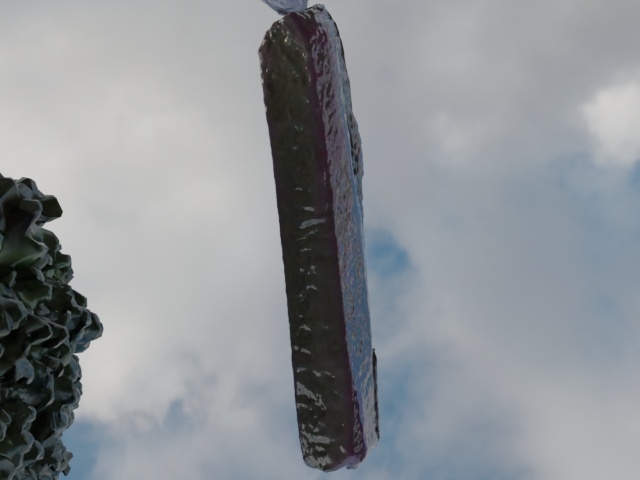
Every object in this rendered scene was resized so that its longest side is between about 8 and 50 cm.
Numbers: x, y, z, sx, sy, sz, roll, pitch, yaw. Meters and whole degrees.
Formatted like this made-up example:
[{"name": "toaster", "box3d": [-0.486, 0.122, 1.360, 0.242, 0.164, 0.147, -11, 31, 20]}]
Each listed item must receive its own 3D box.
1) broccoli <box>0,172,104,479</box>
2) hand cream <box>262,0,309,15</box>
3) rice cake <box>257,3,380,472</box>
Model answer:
[{"name": "broccoli", "box3d": [-0.264, 0.085, 0.472, 0.280, 0.348, 0.293, 12, -135, -6]}, {"name": "hand cream", "box3d": [-0.010, -0.206, 0.587, 0.053, 0.084, 0.142, 11, -106, -7]}, {"name": "rice cake", "box3d": [0.000, 0.000, 0.427, 0.036, 0.047, 0.207, -3, -83, 13]}]
